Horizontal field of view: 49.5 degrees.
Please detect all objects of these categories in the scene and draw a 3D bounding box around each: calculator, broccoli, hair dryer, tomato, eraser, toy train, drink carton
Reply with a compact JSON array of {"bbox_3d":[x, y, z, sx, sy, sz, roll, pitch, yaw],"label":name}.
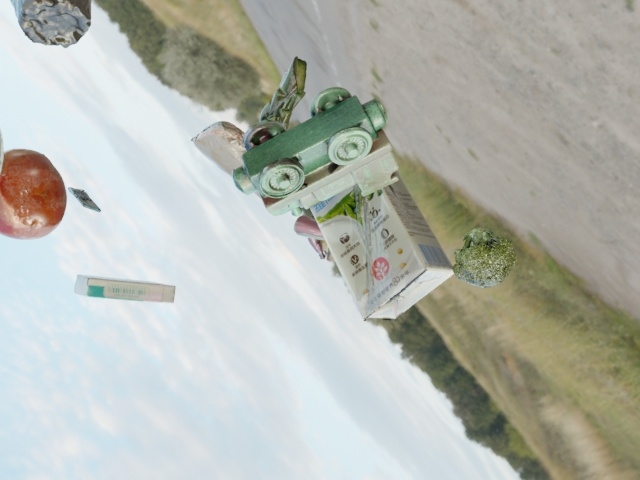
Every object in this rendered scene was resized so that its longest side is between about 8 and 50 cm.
[{"bbox_3d":[-0.663,-0.116,1.954,0.057,0.018,0.172,18,-170,-38],"label":"calculator"},{"bbox_3d":[0.319,0.034,1.355,0.131,0.130,0.120,19,-129,-38],"label":"broccoli"},{"bbox_3d":[-0.005,-0.001,1.830,0.106,0.054,0.154,19,153,21],"label":"hair dryer"},{"bbox_3d":[-0.740,-0.113,1.692,0.232,0.232,0.188,51,-151,16],"label":"tomato"},{"bbox_3d":[-0.479,0.120,1.706,0.225,0.052,0.095,9,176,-37],"label":"eraser"},{"bbox_3d":[-0.005,-0.146,1.298,0.221,0.304,0.150,56,-170,-55],"label":"toy train"},{"bbox_3d":[0.128,-0.007,1.521,0.132,0.194,0.324,10,-133,-50],"label":"drink carton"}]

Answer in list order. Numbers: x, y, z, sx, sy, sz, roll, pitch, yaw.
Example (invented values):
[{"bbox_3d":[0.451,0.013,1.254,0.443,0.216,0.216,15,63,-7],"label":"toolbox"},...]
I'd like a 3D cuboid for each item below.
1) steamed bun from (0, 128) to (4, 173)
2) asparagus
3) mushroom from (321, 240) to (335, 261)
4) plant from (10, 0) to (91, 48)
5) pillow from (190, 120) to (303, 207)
[{"bbox_3d":[-0.715,-0.125,1.227,0.334,0.312,0.233,8,121,37],"label":"steamed bun"},{"bbox_3d":[-0.101,-0.296,1.651,0.080,0.287,0.080,24,-147,-17],"label":"asparagus"},{"bbox_3d":[0.079,-0.132,1.845,0.233,0.301,0.208,42,144,16],"label":"mushroom"},{"bbox_3d":[-0.447,-0.423,1.150,0.129,0.132,0.194,9,-123,-37],"label":"plant"},{"bbox_3d":[-0.144,-0.154,1.491,0.270,0.067,0.173,38,155,-19],"label":"pillow"}]
